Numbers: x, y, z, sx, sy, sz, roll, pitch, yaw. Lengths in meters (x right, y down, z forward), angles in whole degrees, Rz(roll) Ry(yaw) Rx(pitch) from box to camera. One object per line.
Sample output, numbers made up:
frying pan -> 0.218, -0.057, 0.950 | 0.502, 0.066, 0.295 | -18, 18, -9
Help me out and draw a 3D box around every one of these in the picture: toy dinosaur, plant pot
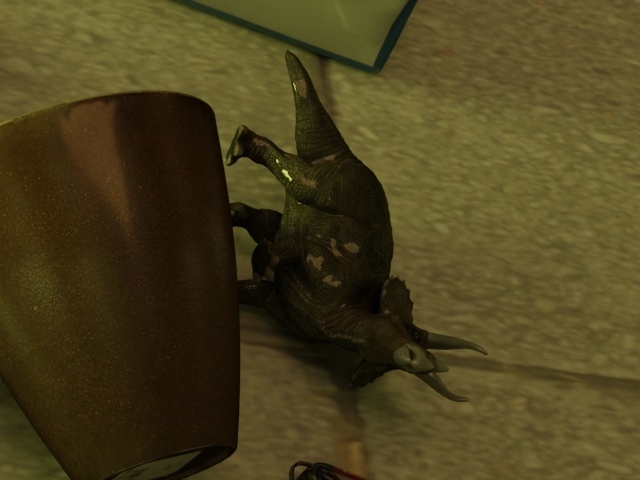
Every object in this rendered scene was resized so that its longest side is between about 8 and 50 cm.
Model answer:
toy dinosaur -> 0.000, 0.000, 1.500 | 0.160, 0.121, 0.313 | 15, 43, -30
plant pot -> -0.142, 0.049, 1.330 | 0.215, 0.215, 0.230 | -9, 73, -31

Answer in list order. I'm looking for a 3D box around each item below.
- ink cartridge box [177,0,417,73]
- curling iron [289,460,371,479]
ink cartridge box -> -0.021, -0.367, 1.741 | 0.270, 0.151, 0.395 | 20, 49, -10
curling iron -> 0.099, 0.224, 1.397 | 0.274, 0.035, 0.068 | 22, 51, -7
